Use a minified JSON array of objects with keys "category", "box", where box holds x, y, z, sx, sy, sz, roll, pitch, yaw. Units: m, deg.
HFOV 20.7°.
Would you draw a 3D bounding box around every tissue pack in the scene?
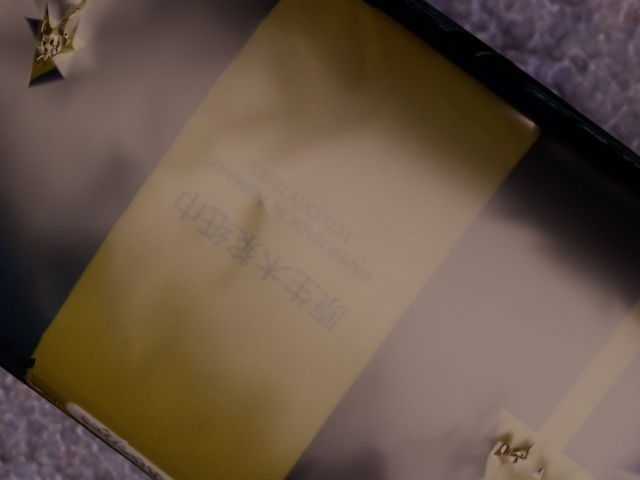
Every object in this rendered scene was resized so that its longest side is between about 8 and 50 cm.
[{"category":"tissue pack","box":[0.000,0.000,0.852,0.416,0.264,0.253,35,97,8]}]
